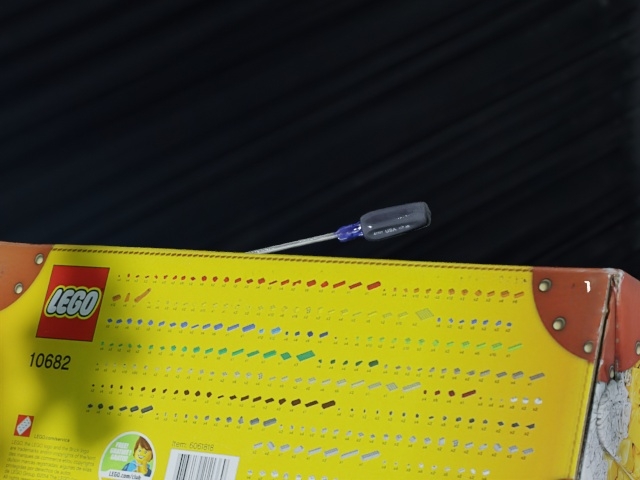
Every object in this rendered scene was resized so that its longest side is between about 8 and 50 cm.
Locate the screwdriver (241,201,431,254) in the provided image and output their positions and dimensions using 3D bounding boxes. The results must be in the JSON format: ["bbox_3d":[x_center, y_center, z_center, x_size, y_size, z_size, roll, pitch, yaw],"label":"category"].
[{"bbox_3d":[0.000,0.000,1.460,0.025,0.170,0.024,48,-150,-61],"label":"screwdriver"}]

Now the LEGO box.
[{"bbox_3d":[0.049,0.150,1.377,0.500,0.372,0.193,2,74,35],"label":"LEGO box"}]
